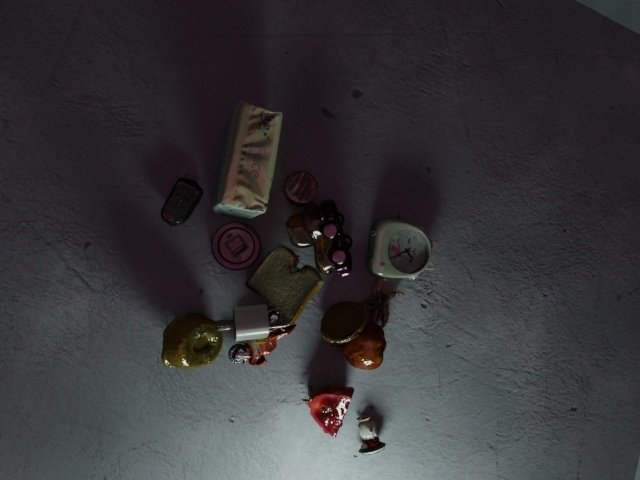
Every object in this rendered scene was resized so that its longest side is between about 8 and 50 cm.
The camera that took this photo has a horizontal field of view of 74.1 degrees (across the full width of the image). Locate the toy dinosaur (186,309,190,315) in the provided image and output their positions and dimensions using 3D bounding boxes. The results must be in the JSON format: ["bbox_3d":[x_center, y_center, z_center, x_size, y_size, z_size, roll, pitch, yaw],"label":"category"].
[{"bbox_3d":[-0.585,0.377,1.739,0.044,0.106,0.188,32,82,-7],"label":"toy dinosaur"}]

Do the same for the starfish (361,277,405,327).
[{"bbox_3d":[0.282,0.286,1.963,0.215,0.071,0.239,-3,98,-18],"label":"starfish"}]

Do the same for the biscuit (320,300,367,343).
[{"bbox_3d":[0.101,0.356,1.856,0.226,0.226,0.042,-39,128,-11],"label":"biscuit"}]

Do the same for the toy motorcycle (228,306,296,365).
[{"bbox_3d":[-0.251,0.428,1.821,0.171,0.089,0.298,46,79,-8],"label":"toy motorcycle"}]

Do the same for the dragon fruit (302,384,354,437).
[{"bbox_3d":[0.033,0.696,1.851,0.211,0.134,0.262,22,119,3],"label":"dragon fruit"}]

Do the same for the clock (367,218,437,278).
[{"bbox_3d":[0.386,0.050,1.971,0.323,0.108,0.266,10,84,-13],"label":"clock"}]

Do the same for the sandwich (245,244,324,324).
[{"bbox_3d":[-0.149,0.174,1.792,0.273,0.095,0.249,37,86,16],"label":"sandwich"}]

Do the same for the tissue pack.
[{"bbox_3d":[-0.302,-0.305,1.719,0.205,0.331,0.406,10,85,-16],"label":"tissue pack"}]

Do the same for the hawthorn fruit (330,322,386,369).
[{"bbox_3d":[0.165,0.468,1.871,0.243,0.207,0.208,-3,88,15],"label":"hawthorn fruit"}]

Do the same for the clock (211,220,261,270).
[{"bbox_3d":[-0.364,0.023,1.837,0.214,0.042,0.215,0,88,-12],"label":"clock"}]

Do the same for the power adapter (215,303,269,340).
[{"bbox_3d":[-0.317,0.334,1.702,0.204,0.130,0.125,-2,68,-17],"label":"power adapter"}]

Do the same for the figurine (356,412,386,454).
[{"bbox_3d":[0.212,0.863,1.901,0.132,0.132,0.154,-12,78,-13],"label":"figurine"}]

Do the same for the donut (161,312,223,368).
[{"bbox_3d":[-0.505,0.400,1.686,0.128,0.261,0.209,5,94,30],"label":"donut"}]

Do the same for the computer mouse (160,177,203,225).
[{"bbox_3d":[-0.584,-0.159,1.779,0.121,0.073,0.217,29,75,-12],"label":"computer mouse"}]

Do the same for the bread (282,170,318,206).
[{"bbox_3d":[-0.088,-0.230,1.893,0.160,0.073,0.161,0,88,-13],"label":"bread"}]

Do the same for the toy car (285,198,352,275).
[{"bbox_3d":[0.000,0.000,1.830,0.240,0.271,0.341,-16,99,11],"label":"toy car"}]
